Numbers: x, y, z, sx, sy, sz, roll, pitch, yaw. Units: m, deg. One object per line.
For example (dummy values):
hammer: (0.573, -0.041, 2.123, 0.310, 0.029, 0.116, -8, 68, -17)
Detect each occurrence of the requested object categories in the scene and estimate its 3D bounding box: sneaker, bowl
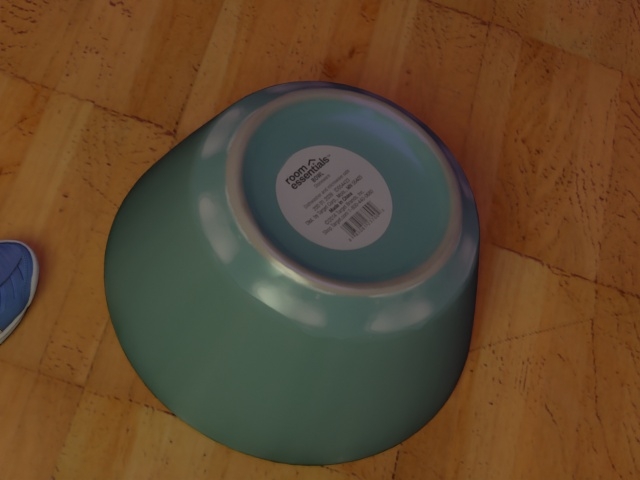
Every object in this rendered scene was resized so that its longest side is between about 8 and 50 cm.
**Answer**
sneaker: (-0.291, 0.055, 0.957, 0.211, 0.081, 0.080, -31, 73, -32)
bowl: (0.000, 0.000, 1.036, 0.311, 0.163, 0.311, 9, 58, -14)
